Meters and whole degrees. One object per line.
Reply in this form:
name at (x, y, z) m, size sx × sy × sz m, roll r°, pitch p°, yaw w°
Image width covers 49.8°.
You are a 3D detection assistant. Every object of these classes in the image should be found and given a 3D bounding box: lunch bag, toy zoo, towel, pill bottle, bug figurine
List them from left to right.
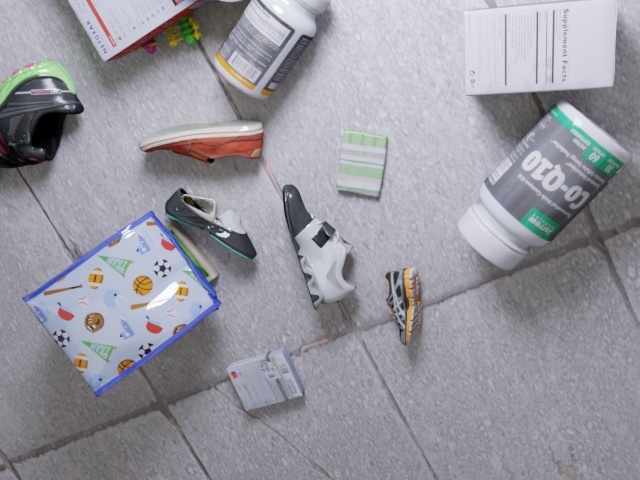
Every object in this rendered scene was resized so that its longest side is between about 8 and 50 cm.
lunch bag at (-0.502, 0.155, 1.817) m, size 0.385 × 0.239 × 0.328 m, roll -37°, pitch 96°, yaw -1°
bug figurine at (-0.393, -0.567, 1.664) m, size 0.279 × 0.072 × 0.216 m, roll -7°, pitch 109°, yaw 18°
toy zoo at (-0.449, 0.101, 1.935) m, size 0.293 × 0.030 × 0.192 m, roll -35°, pitch 97°, yaw 22°
pill bottle at (-0.109, -0.475, 1.583) m, size 0.162 × 0.162 × 0.278 m, roll 40°, pitch 112°, yaw -2°
towel at (0.103, -0.192, 1.707) m, size 0.113 × 0.023 × 0.152 m, roll 10°, pitch 109°, yaw 8°
pill bottle at (0.487, -0.116, 1.538) m, size 0.204 × 0.204 × 0.361 m, roll 38°, pitch 113°, yaw -1°

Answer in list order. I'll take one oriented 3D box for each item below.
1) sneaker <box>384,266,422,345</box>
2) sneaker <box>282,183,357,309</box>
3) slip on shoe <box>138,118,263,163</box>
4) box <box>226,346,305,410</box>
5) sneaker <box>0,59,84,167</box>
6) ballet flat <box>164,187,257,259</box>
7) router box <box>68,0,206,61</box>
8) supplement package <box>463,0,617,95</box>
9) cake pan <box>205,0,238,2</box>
sneaker at (0.212, 0.168, 1.777) m, size 0.083 × 0.084 × 0.215 m, roll 4°, pitch 107°, yaw 26°
sneaker at (0.000, 0.000, 1.758) m, size 0.146 × 0.122 × 0.330 m, roll -19°, pitch 103°, yaw 0°
slip on shoe at (-0.302, -0.241, 1.739) m, size 0.331 × 0.123 × 0.101 m, roll -2°, pitch 112°, yaw 9°
box at (-0.156, 0.396, 1.962) m, size 0.186 × 0.038 × 0.145 m, roll -20°, pitch 102°, yaw 18°
sneaker at (-0.814, -0.263, 1.816) m, size 0.483 × 0.185 × 0.202 m, roll -37°, pitch 93°, yaw 23°
ballet flat at (-0.279, -0.052, 1.810) m, size 0.280 × 0.095 × 0.096 m, roll 28°, pitch 101°, yaw 3°
router box at (-0.454, -0.629, 1.565) m, size 0.301 × 0.082 × 0.335 m, roll -22°, pitch 103°, yaw 25°
supplement package at (0.455, -0.410, 1.457) m, size 0.293 × 0.177 × 0.175 m, roll -1°, pitch 108°, yaw 13°
cake pan at (-0.259, -0.651, 1.507) m, size 0.054 × 0.293 × 0.293 m, roll -18°, pitch 105°, yaw 43°
